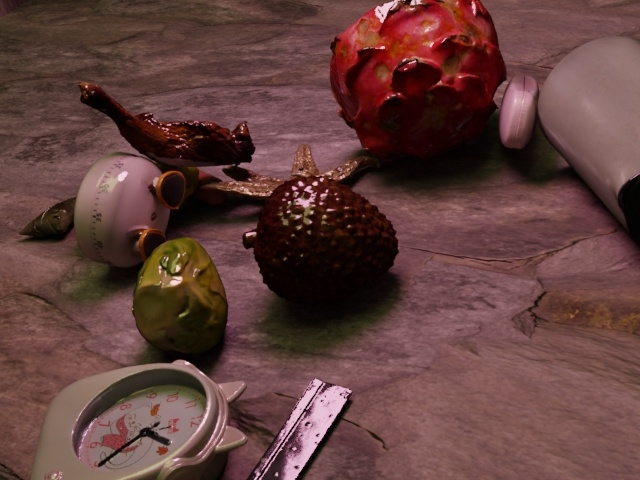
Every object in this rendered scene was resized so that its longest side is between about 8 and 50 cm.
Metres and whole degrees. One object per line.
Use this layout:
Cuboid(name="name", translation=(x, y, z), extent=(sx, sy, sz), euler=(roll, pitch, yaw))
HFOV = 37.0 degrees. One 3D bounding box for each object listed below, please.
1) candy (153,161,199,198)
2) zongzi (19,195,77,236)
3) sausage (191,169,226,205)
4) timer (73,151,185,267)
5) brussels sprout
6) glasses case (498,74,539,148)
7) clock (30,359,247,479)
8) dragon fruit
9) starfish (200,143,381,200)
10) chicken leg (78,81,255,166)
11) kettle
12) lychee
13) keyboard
Cuboid(name="candy", translation=(-0.352, -0.111, 2.065), extent=(0.199, 0.106, 0.094), euler=(-32, 2, 34))
Cuboid(name="zongzi", translation=(-0.597, -0.062, 2.170), extent=(0.130, 0.062, 0.154), euler=(-12, 26, 28))
Cuboid(name="sausage", translation=(-0.262, -0.120, 2.096), extent=(0.062, 0.062, 0.154), euler=(-36, 38, -27))
Cuboid(name="timer", translation=(-0.415, -0.064, 1.924), extent=(0.240, 0.233, 0.233), euler=(12, 42, 19))
Cuboid(name="brussels sprout", translation=(-0.240, 0.094, 1.651), extent=(0.161, 0.223, 0.223), euler=(3, 35, 0))
Cuboid(name="glasses case", translation=(0.397, -0.260, 1.908), extent=(0.075, 0.113, 0.297), euler=(11, 20, 10))
Cuboid(name="clock", translation=(-0.262, 0.304, 1.440), extent=(0.324, 0.108, 0.265), euler=(-13, 32, 4))
Cuboid(name="dragon fruit", translation=(0.204, -0.299, 1.918), extent=(0.386, 0.371, 0.249), euler=(-41, 50, 34))
Cuboid(name="starfish", translation=(-0.054, -0.130, 1.984), extent=(0.375, 0.094, 0.327), euler=(-13, 15, -17))
Cuboid(name="chicken leg", translation=(-0.311, -0.212, 1.901), extent=(0.158, 0.407, 0.095), euler=(-30, 54, 41))
Cuboid(name="kettle", translation=(0.610, -0.160, 1.664), extent=(0.361, 0.250, 0.376), euler=(6, 33, -15))
Cuboid(name="lychee", translation=(0.000, 0.000, 1.666), extent=(0.271, 0.236, 0.236), euler=(7, 32, -11))
Cuboid(name="keyboard", translation=(-0.032, 0.299, 1.426), extent=(0.072, 0.023, 0.231), euler=(13, 43, 26))
